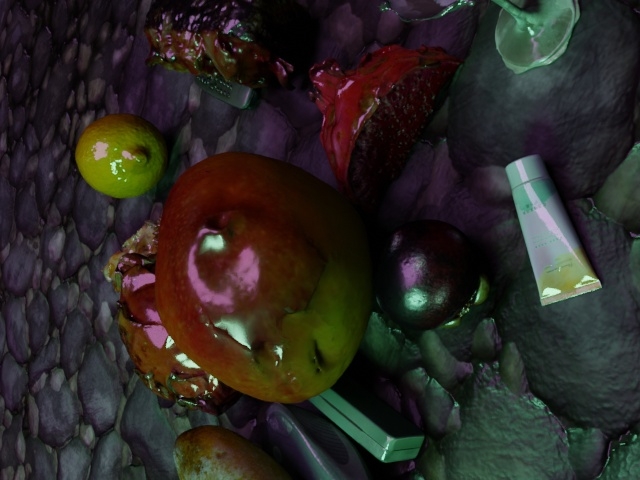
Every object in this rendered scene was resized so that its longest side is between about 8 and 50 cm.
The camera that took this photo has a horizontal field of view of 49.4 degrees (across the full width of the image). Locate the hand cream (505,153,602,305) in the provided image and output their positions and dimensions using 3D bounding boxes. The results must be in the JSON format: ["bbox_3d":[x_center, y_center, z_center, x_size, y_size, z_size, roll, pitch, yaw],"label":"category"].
[{"bbox_3d":[0.272,-0.016,0.835,0.076,0.047,0.174,-25,74,40],"label":"hand cream"}]

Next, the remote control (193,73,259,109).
[{"bbox_3d":[-0.188,-0.311,1.364,0.222,0.042,0.072,39,109,44],"label":"remote control"}]

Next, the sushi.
[{"bbox_3d":[-0.160,-0.364,1.233,0.343,0.196,0.182,20,98,40],"label":"sushi"}]

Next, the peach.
[{"bbox_3d":[-0.076,0.044,0.945,0.372,0.289,0.373,-179,90,-87],"label":"peach"}]

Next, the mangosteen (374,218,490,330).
[{"bbox_3d":[0.144,0.048,0.897,0.152,0.152,0.153,-10,76,45],"label":"mangosteen"}]

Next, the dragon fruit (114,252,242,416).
[{"bbox_3d":[-0.233,0.149,1.203,0.315,0.250,0.251,27,103,38],"label":"dragon fruit"}]

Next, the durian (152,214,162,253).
[{"bbox_3d":[-0.250,-0.034,1.310,0.102,0.146,0.208,37,106,-1],"label":"durian"}]

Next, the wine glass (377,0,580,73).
[{"bbox_3d":[0.198,-0.290,0.818,0.156,0.232,0.156,-11,75,44],"label":"wine glass"}]

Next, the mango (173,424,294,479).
[{"bbox_3d":[-0.108,0.380,0.975,0.316,0.146,0.193,45,127,35],"label":"mango"}]

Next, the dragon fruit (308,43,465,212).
[{"bbox_3d":[0.051,-0.196,1.029,0.211,0.134,0.262,44,115,44],"label":"dragon fruit"}]

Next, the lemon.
[{"bbox_3d":[-0.423,-0.179,1.484,0.244,0.186,0.187,15,94,51],"label":"lemon"}]

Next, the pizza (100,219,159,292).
[{"bbox_3d":[-0.383,0.049,1.486,0.296,0.071,0.189,8,90,47],"label":"pizza"}]

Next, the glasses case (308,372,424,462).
[{"bbox_3d":[0.057,0.244,0.985,0.184,0.077,0.040,29,104,45],"label":"glasses case"}]

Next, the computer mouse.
[{"bbox_3d":[0.035,0.364,0.974,0.379,0.090,0.167,43,133,41],"label":"computer mouse"}]

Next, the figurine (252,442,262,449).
[{"bbox_3d":[-0.143,0.453,1.119,0.200,0.133,0.276,-4,79,63],"label":"figurine"}]
